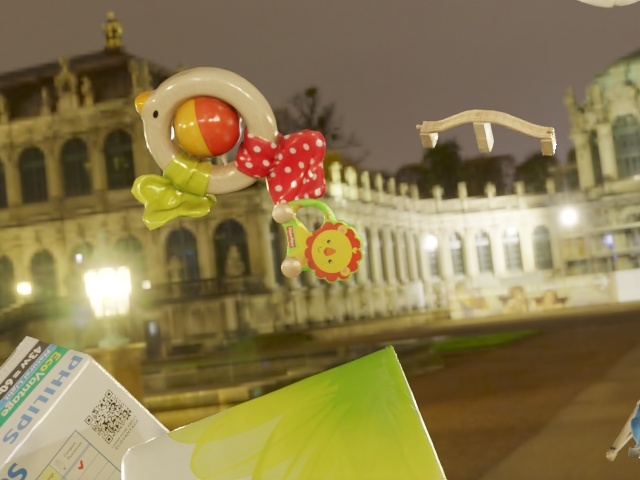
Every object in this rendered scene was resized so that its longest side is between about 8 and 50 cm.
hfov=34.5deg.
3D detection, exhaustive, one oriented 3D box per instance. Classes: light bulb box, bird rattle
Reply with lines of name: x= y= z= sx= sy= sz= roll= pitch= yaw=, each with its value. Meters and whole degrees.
light bulb box: x=-0.396 y=0.399 z=1.562 sx=0.225 sy=0.361 sz=0.358 roll=5 pitch=51 yaw=49
bird rattle: x=-0.121 y=-0.112 z=1.262 sx=0.254 sy=0.207 sz=0.143 roll=-9 pitch=32 yaw=25

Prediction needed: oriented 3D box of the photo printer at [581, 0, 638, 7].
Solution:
photo printer: x=0.470 y=-0.506 z=1.472 sx=0.107 sy=0.307 sz=0.256 roll=26 pitch=35 yaw=30

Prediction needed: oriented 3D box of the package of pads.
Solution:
package of pads: x=-0.011 y=0.229 z=0.676 sx=0.229 sy=0.101 sz=0.296 roll=-21 pitch=37 yaw=1

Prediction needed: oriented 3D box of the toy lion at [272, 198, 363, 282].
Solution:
toy lion: x=0.000 y=0.000 z=1.168 sx=0.096 sy=0.100 sz=0.034 roll=-10 pitch=2 yaw=4

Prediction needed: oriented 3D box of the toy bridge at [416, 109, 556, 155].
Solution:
toy bridge: x=0.218 y=-0.147 z=1.384 sx=0.188 sy=0.026 sz=0.063 roll=6 pitch=-34 yaw=23

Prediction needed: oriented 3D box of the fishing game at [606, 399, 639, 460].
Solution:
fishing game: x=0.319 y=0.108 z=0.904 sx=0.041 sy=0.189 sz=0.264 roll=34 pitch=-23 yaw=9
